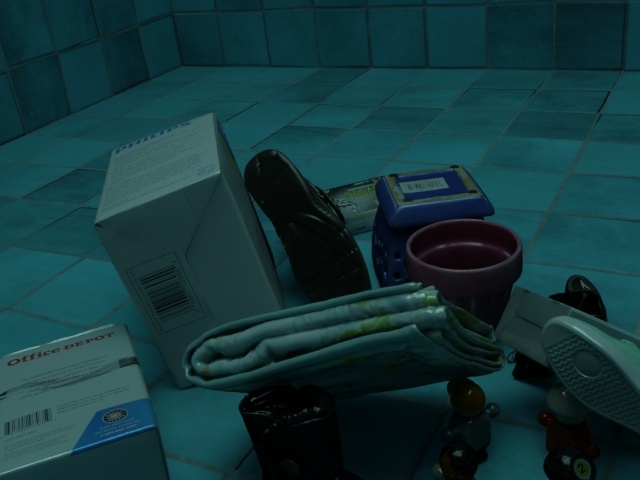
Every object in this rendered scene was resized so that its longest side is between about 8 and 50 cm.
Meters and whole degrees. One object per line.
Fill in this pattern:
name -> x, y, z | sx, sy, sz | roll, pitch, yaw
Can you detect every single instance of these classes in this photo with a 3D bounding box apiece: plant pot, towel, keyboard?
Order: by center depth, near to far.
towel -> 0.045, 0.164, 1.067 | 0.374, 0.320, 0.090 | -15, 66, 25
keyboard -> 0.385, 0.165, 1.277 | 0.100, 0.038, 0.192 | -8, 35, 48
plant pot -> 0.255, 0.083, 1.342 | 0.201, 0.180, 0.201 | -5, 27, 3
plant pot -> 0.224, -0.019, 1.522 | 0.235, 0.212, 0.236 | -7, 27, -1

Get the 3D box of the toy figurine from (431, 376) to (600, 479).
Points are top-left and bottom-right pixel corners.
toy figurine -> 0.253, 0.279, 0.982 | 0.209, 0.148, 0.213 | 3, 28, 19

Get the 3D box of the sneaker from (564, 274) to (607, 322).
sneaker -> 0.477, 0.111, 1.345 | 0.067, 0.078, 0.188 | -2, 26, 10

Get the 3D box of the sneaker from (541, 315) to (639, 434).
sneaker -> 0.409, 0.160, 0.949 | 0.256, 0.094, 0.151 | 37, 47, 19

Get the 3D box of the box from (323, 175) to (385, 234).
box -> 0.095, -0.084, 1.861 | 0.230, 0.056, 0.183 | -15, 27, -15

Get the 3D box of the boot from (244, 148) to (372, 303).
boot -> 0.000, 0.000, 1.561 | 0.138, 0.377, 0.284 | -37, -12, 6

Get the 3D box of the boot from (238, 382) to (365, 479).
boot -> 0.017, 0.290, 0.952 | 0.246, 0.207, 0.094 | 7, 30, 25

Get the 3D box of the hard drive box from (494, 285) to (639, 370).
hard drive box -> 0.395, 0.160, 1.084 | 0.232, 0.089, 0.181 | 24, 2, -12

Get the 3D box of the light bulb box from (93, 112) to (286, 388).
light bulb box -> -0.225, 0.003, 1.394 | 0.225, 0.358, 0.361 | -20, 26, -1

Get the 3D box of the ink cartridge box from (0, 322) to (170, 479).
ink cartridge box -> -0.374, 0.277, 1.164 | 0.223, 0.129, 0.307 | -16, 27, -16
